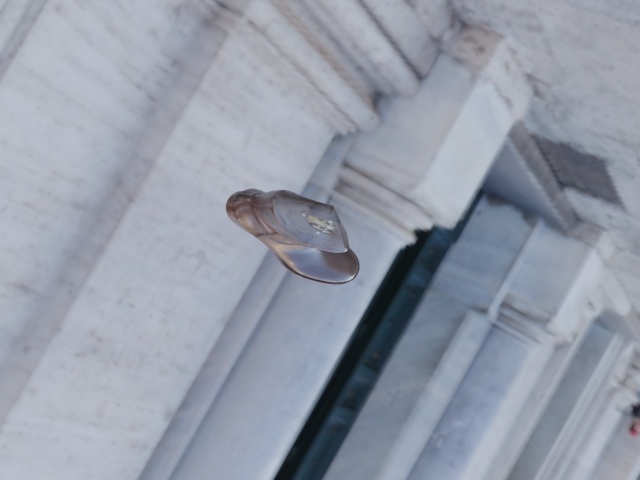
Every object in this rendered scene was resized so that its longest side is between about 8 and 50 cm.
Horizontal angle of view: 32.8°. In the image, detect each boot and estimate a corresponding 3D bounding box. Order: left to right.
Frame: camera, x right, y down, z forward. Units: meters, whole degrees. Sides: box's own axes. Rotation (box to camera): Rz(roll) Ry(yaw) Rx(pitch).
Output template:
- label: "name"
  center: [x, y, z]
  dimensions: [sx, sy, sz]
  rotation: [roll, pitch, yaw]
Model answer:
- label: "boot"
  center: [0.000, 0.000, 0.665]
  dimensions: [0.106, 0.037, 0.114]
  rotation: [28, 170, -21]
